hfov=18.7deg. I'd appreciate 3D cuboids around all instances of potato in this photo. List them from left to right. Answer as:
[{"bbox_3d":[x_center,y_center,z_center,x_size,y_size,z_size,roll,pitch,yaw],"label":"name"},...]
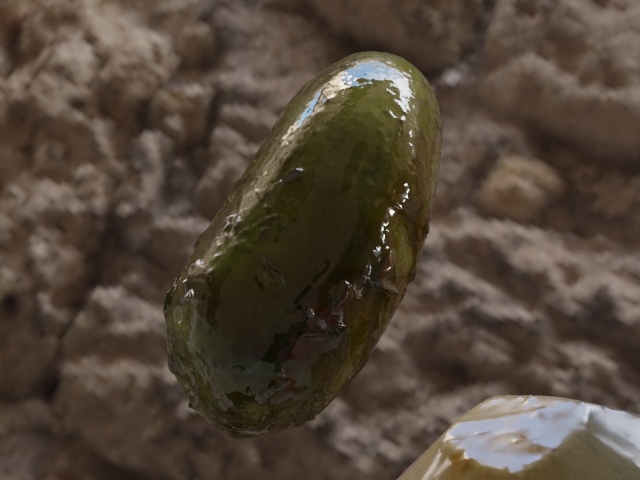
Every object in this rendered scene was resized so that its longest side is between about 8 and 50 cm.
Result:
[{"bbox_3d":[0.000,0.000,1.307,0.141,0.298,0.176,40,-26,-17],"label":"potato"}]

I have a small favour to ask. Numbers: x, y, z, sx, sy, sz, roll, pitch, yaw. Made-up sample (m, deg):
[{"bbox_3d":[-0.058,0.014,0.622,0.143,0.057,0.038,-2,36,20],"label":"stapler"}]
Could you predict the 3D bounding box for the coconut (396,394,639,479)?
[{"bbox_3d":[0.110,0.179,0.816,0.259,0.259,0.259,24,-29,14],"label":"coconut"}]
